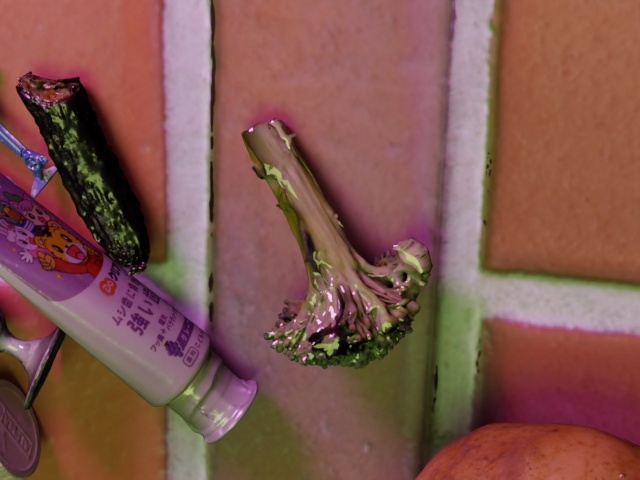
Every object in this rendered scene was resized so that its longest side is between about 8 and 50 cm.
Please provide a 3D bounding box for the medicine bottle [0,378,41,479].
[{"bbox_3d":[-0.341,0.184,1.578,0.188,0.088,0.132,-18,110,19],"label":"medicine bottle"}]

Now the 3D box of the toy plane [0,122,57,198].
[{"bbox_3d":[-0.273,-0.104,1.451,0.167,0.054,0.062,43,141,-9],"label":"toy plane"}]

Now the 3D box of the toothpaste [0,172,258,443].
[{"bbox_3d":[-0.180,0.047,1.478,0.299,0.114,0.073,41,118,-15],"label":"toothpaste"}]

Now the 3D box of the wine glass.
[{"bbox_3d":[-0.312,0.058,1.509,0.202,0.093,0.093,25,118,-4],"label":"wine glass"}]

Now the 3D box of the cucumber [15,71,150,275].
[{"bbox_3d":[-0.180,-0.053,1.452,0.053,0.053,0.181,-18,109,19],"label":"cucumber"}]

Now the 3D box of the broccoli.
[{"bbox_3d":[-0.002,0.001,1.427,0.122,0.118,0.204,-18,96,51],"label":"broccoli"}]

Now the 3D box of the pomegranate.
[{"bbox_3d":[0.173,0.273,1.425,0.281,0.281,0.281,4,116,9],"label":"pomegranate"}]
